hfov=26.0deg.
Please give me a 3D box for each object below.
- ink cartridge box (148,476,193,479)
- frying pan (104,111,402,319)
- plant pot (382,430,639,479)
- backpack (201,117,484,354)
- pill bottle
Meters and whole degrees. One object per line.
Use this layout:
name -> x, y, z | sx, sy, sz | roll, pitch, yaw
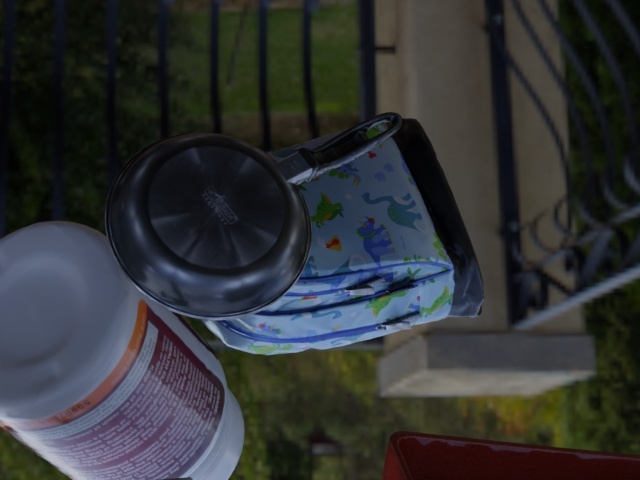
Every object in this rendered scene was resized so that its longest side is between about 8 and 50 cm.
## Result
ink cartridge box -> -0.255, 0.267, 1.325 | 0.232, 0.066, 0.189 | -11, 173, 12
frying pan -> -0.041, -0.030, 1.314 | 0.326, 0.197, 0.053 | -9, 157, -18
plant pot -> 0.176, 0.337, 1.114 | 0.267, 0.235, 0.267 | 9, -154, -17
backpack -> 0.000, 0.000, 1.746 | 0.356, 0.290, 0.273 | -18, 157, -3
pill bottle -> -0.240, 0.162, 1.570 | 0.224, 0.224, 0.392 | -4, 151, 18
